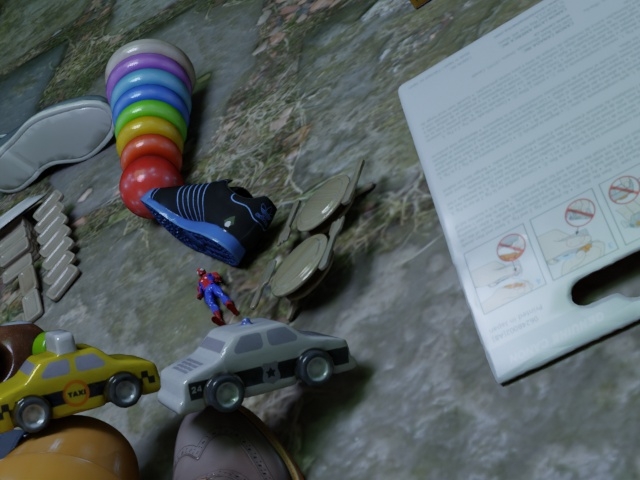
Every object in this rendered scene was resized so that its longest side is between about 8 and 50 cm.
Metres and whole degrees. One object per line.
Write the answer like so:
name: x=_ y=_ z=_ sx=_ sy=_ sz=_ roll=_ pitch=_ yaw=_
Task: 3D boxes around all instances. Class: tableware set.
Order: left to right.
tableware set: x=0.000 y=0.000 z=1.298 sx=0.128 sy=0.039 sz=0.194 roll=-31 pitch=26 yaw=39

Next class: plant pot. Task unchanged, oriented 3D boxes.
plant pot: x=-0.257 y=0.272 z=1.122 sx=0.205 sy=0.205 sz=0.188 roll=-34 pitch=18 yaw=13

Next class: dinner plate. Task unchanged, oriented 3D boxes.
dinner plate: x=-0.505 y=-0.037 z=1.845 sx=0.141 sy=0.017 sz=0.141 roll=-36 pitch=8 yaw=6

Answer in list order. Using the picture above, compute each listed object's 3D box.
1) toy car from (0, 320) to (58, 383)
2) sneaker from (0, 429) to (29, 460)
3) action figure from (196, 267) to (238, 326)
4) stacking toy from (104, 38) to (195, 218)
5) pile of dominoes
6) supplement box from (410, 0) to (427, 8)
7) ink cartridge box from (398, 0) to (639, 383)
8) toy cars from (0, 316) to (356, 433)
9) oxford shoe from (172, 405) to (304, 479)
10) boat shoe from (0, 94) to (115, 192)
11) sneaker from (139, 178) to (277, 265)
toy car: x=-0.448 y=0.136 z=1.471 sx=0.155 sy=0.188 sz=0.149 roll=-8 pitch=46 yaw=42
sneaker: x=-0.392 y=0.277 z=1.308 sx=0.321 sy=0.127 sz=0.126 roll=-18 pitch=38 yaw=31
action figure: x=-0.131 y=0.062 z=1.374 sx=0.038 sy=0.030 sz=0.115 roll=-46 pitch=30 yaw=4
stacking toy: x=-0.252 y=-0.153 z=1.675 sx=0.141 sy=0.141 sz=0.330 roll=-29 pitch=41 yaw=19
pile of dominoes: x=-0.442 y=0.052 z=1.727 sx=0.196 sy=0.040 sz=0.251 roll=-37 pitch=41 yaw=8
supplement box: x=0.149 y=-0.461 z=1.531 sx=0.191 sy=0.194 sz=0.129 roll=-31 pitch=34 yaw=17
ink cartridge box: x=0.263 y=-0.073 z=1.096 sx=0.308 sy=0.091 sz=0.384 roll=-29 pitch=51 yaw=19
toy cars: x=-0.165 y=0.121 z=1.140 sx=0.394 sy=0.087 sz=0.176 roll=-9 pitch=6 yaw=18
oxford shoe: x=-0.091 y=0.251 z=1.008 sx=0.130 sy=0.132 sz=0.363 roll=-37 pitch=32 yaw=9
boat shoe: x=-0.459 y=-0.184 z=1.930 sx=0.319 sy=0.116 sz=0.099 roll=-24 pitch=40 yaw=34
sneaker: x=-0.143 y=-0.038 z=1.462 sx=0.090 sy=0.081 sz=0.232 roll=-48 pitch=40 yaw=-15
